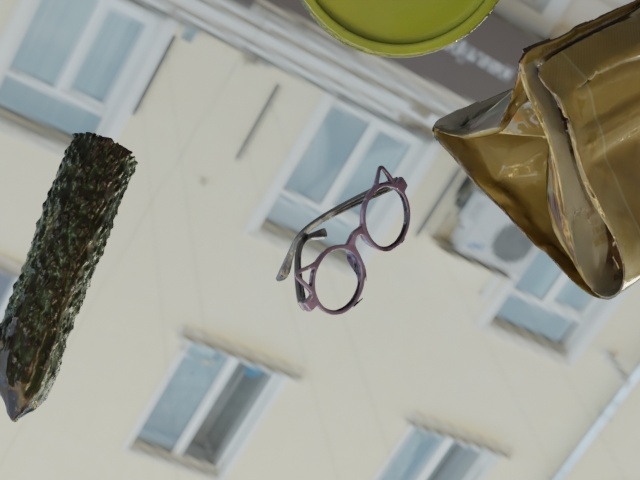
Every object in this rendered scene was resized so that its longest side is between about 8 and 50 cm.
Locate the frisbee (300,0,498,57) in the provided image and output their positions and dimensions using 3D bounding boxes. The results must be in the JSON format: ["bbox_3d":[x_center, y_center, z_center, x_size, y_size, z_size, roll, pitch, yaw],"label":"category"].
[{"bbox_3d":[0.079,-0.299,1.298,0.236,0.236,0.017,28,-173,-10],"label":"frisbee"}]

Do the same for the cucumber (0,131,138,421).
[{"bbox_3d":[-0.321,0.044,1.585,0.096,0.359,0.096,16,159,6],"label":"cucumber"}]

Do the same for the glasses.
[{"bbox_3d":[0.000,0.000,1.046,0.104,0.140,0.062,8,142,49],"label":"glasses"}]

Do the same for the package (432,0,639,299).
[{"bbox_3d":[0.284,-0.122,1.111,0.311,0.165,0.221,-27,-115,-36],"label":"package"}]
